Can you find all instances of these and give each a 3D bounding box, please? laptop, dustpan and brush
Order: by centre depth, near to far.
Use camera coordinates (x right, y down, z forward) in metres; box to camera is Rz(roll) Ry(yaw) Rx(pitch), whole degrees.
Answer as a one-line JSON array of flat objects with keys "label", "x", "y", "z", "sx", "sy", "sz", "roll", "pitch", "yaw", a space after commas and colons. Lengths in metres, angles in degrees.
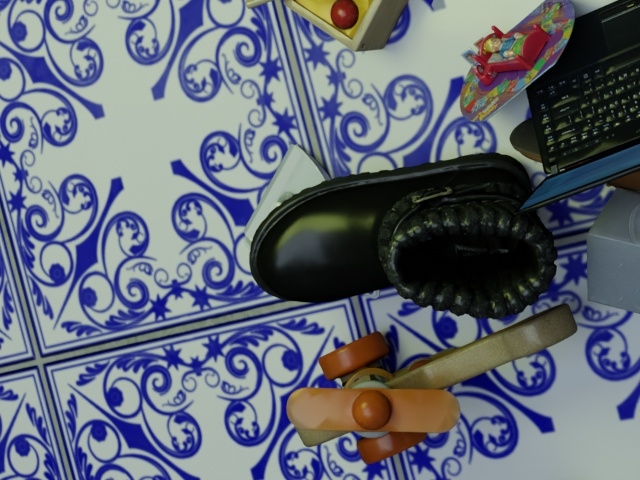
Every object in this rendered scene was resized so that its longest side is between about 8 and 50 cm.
[{"label": "laptop", "x": 0.300, "y": -0.157, "z": 1.635, "sx": 0.234, "sy": 0.136, "sz": 0.264, "roll": -21, "pitch": 61, "yaw": 25}, {"label": "dustpan and brush", "x": 0.000, "y": 0.000, "z": 1.932, "sx": 0.211, "sy": 0.060, "sz": 0.147, "roll": 38, "pitch": 113, "yaw": 18}]

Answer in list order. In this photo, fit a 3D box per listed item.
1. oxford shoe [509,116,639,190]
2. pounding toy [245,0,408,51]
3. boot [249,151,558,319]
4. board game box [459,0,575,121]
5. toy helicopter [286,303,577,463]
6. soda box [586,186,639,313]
[{"label": "oxford shoe", "x": 0.300, "y": -0.087, "z": 1.753, "sx": 0.212, "sy": 0.076, "sz": 0.076, "roll": 15, "pitch": 146, "yaw": 37}, {"label": "pounding toy", "x": 0.015, "y": -0.290, "z": 1.854, "sx": 0.141, "sy": 0.100, "sz": 0.130, "roll": 36, "pitch": 113, "yaw": 19}, {"label": "boot", "x": 0.076, "y": 0.014, "z": 1.726, "sx": 0.348, "sy": 0.260, "sz": 0.131, "roll": -19, "pitch": 109, "yaw": 11}, {"label": "board game box", "x": 0.201, "y": -0.205, "z": 1.752, "sx": 0.033, "sy": 0.133, "sz": 0.168, "roll": 37, "pitch": 121, "yaw": -23}, {"label": "toy helicopter", "x": 0.118, "y": 0.150, "z": 1.791, "sx": 0.355, "sy": 0.235, "sz": 0.140, "roll": -26, "pitch": 85, "yaw": 29}, {"label": "soda box", "x": 0.423, "y": 0.035, "z": 1.671, "sx": 0.286, "sy": 0.091, "sz": 0.098, "roll": 14, "pitch": 133, "yaw": 26}]
